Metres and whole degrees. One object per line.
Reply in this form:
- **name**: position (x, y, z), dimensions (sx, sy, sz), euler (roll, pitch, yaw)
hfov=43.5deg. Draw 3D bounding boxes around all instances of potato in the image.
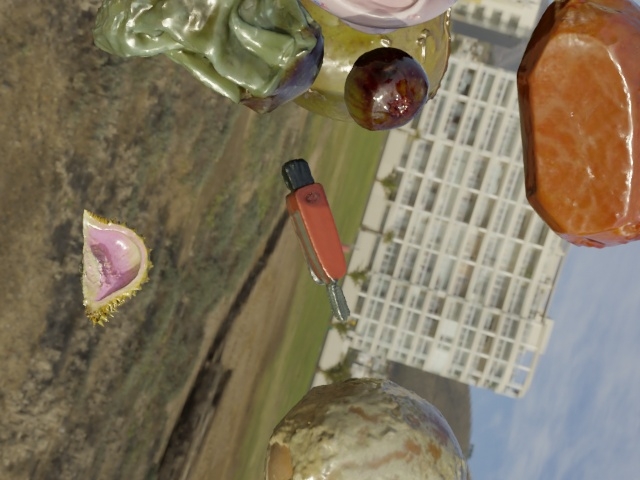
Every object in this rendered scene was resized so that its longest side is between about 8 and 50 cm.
- **potato**: position (0.022, -0.436, 1.555), dimensions (0.319, 0.442, 0.385), euler (-22, 156, -41)

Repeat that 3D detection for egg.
- **egg**: position (0.053, 0.255, 0.894), dimensions (0.203, 0.245, 0.203), euler (-33, -132, 46)

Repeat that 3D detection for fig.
- **fig**: position (0.076, -0.203, 1.040), dimensions (0.154, 0.109, 0.103), euler (-123, -147, -56)

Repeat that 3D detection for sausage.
- **sausage**: position (0.282, -0.120, 0.819), dimensions (0.141, 0.153, 0.268), euler (-43, 125, -54)

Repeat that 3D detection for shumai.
- **shumai**: position (-0.085, -0.261, 0.804), dimensions (0.225, 0.222, 0.260), euler (-2, -111, 66)

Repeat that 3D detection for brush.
- **brush**: position (0.000, 0.000, 1.520), dimensions (0.070, 0.051, 0.323), euler (-23, 98, -37)

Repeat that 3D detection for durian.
- **durian**: position (-0.404, 0.050, 1.531), dimensions (0.132, 0.182, 0.165), euler (0, 140, -47)

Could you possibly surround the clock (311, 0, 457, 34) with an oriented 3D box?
- **clock**: position (0.052, -0.481, 1.139), dimensions (0.250, 0.377, 0.368), euler (-53, 162, -46)
